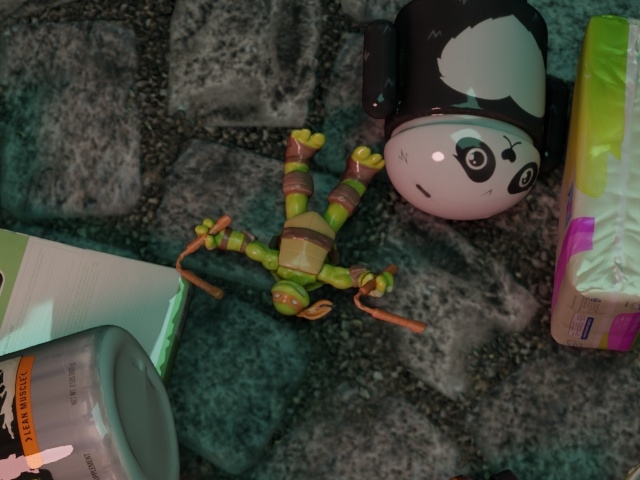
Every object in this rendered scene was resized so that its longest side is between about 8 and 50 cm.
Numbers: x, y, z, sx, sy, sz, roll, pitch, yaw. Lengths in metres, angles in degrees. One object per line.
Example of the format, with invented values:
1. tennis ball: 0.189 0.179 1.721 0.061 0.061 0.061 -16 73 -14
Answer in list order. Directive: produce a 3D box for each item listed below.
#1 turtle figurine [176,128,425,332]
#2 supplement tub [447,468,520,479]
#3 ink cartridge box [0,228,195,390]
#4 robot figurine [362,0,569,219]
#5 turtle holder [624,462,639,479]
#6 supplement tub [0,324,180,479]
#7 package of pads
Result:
1. turtle figurine: 0.000 0.000 1.539 0.269 0.087 0.217 13 65 10
2. supplement tub: 0.117 0.301 1.438 0.197 0.106 0.106 -25 75 -10
3. ink cartridge box: -0.266 0.091 1.517 0.235 0.056 0.171 13 72 4
4. robot figurine: 0.158 -0.160 1.549 0.209 0.173 0.278 2 72 12
5. turtle holder: 0.417 0.287 1.389 0.320 0.227 0.243 -32 76 -11
6. supplement tub: -0.309 0.210 1.384 0.316 0.193 0.194 -18 73 10
7. package of pads: 0.302 -0.050 1.492 0.101 0.229 0.297 6 72 7
